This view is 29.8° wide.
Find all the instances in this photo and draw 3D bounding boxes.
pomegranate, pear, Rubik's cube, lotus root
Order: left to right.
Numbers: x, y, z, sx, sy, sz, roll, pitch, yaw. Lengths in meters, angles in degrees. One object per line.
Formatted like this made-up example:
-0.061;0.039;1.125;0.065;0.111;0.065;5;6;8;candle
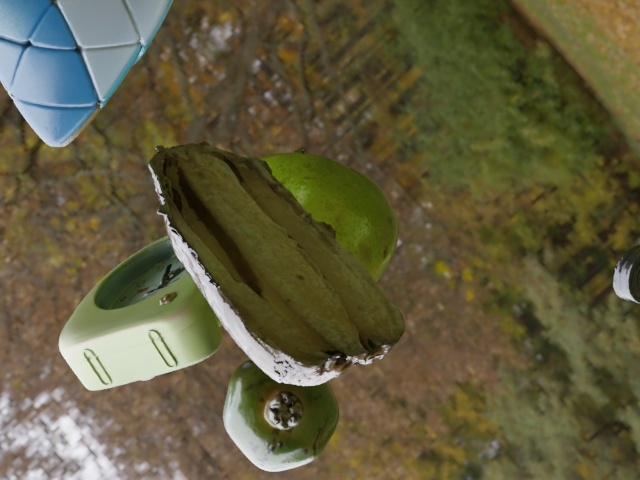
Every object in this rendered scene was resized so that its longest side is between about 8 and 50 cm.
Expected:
-0.264;-0.226;1.390;0.254;0.254;0.254;45;-168;-12;Rubik's cube
-0.065;0.022;1.103;0.167;0.078;0.329;-3;-141;-34;lotus root
-0.060;0.251;1.772;0.180;0.180;0.209;48;175;4;pomegranate
0.005;0.001;1.957;0.288;0.239;0.139;30;153;-21;pear

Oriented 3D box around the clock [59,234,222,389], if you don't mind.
-0.254;0.093;2.014;0.117;0.286;0.348;61;-151;-22;clock

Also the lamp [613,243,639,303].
0.512;0.075;1.390;0.371;0.130;0.108;24;-174;-31;lamp
